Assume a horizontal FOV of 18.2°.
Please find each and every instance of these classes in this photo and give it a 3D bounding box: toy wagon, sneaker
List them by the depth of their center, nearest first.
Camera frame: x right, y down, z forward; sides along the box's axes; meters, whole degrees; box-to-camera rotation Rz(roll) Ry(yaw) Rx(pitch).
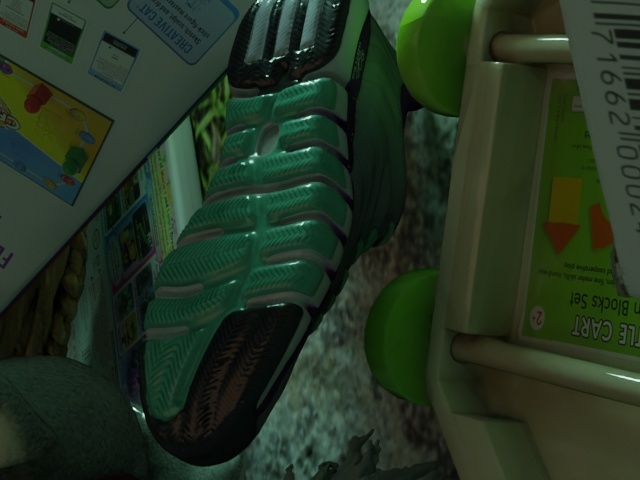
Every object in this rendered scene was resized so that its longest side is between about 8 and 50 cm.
[{"bbox_3d":[0.112,0.032,0.702,0.267,0.068,0.344,11,95,59],"label":"toy wagon"},{"bbox_3d":[0.000,0.000,0.816,0.083,0.098,0.223,-6,56,39],"label":"sneaker"}]

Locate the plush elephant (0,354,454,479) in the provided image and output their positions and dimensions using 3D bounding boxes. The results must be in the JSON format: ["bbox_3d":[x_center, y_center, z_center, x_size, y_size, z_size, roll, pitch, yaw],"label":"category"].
[{"bbox_3d":[-0.128,0.163,0.881,0.330,0.272,0.255,-52,50,0],"label":"plush elephant"}]

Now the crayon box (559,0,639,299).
[{"bbox_3d":[0.197,-0.063,0.421,0.318,0.081,0.202,11,128,42],"label":"crayon box"}]

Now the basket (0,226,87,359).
[{"bbox_3d":[-0.250,0.004,1.129,0.223,0.213,0.299,-127,57,-68],"label":"basket"}]

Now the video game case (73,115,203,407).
[{"bbox_3d":[-0.101,0.019,1.109,0.143,0.019,0.157,-42,49,48],"label":"video game case"}]

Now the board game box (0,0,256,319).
[{"bbox_3d":[-0.190,-0.098,0.944,0.316,0.242,0.064,-46,9,5],"label":"board game box"}]
